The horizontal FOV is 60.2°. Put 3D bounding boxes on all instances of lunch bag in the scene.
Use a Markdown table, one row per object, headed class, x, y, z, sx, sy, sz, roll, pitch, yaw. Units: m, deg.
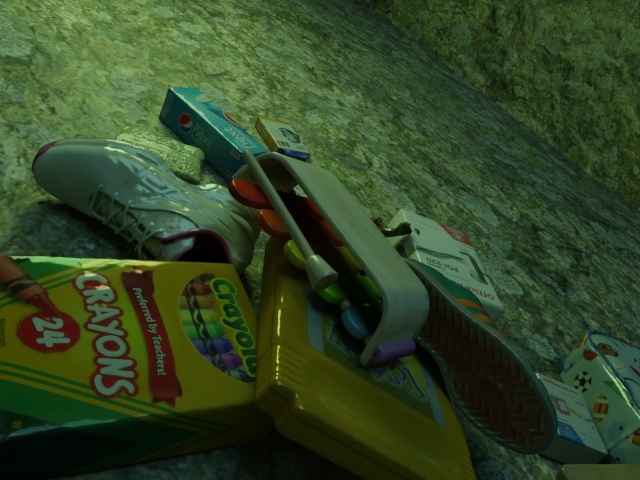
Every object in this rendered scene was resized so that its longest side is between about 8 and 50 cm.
| class | x | y | z | sx | sy | sz | roll | pitch | yaw |
| --- | --- | --- | --- | --- | --- | --- | --- | --- | --- |
| lunch bag | 0.542 | 0.300 | 0.902 | 0.243 | 0.115 | 0.303 | 24 | 30 | -16 |

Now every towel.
| class | x | y | z | sx | sy | sz | roll | pitch | yaw |
| --- | --- | --- | --- | --- | --- | --- | --- | --- | --- |
| towel | -0.265 | -0.141 | 0.910 | 0.148 | 0.027 | 0.110 | 19 | 33 | -19 |

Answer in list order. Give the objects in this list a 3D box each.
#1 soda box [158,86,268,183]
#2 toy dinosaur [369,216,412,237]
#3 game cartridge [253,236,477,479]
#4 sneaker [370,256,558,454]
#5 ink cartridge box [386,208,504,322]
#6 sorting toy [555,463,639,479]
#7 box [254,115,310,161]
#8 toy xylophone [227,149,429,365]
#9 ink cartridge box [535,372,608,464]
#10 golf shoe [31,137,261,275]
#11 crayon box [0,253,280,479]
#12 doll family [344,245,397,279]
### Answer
| class | x | y | z | sx | sy | sz | roll | pitch | yaw |
| --- | --- | --- | --- | --- | --- | --- | --- | --- | --- |
| soda box | -0.197 | -0.195 | 1.009 | 0.210 | 0.067 | 0.071 | 43 | 33 | 18 |
| toy dinosaur | 0.077 | -0.024 | 1.007 | 0.112 | 0.064 | 0.211 | -1 | 13 | -32 |
| game cartridge | 0.052 | 0.142 | 0.666 | 0.285 | 0.052 | 0.323 | 35 | 20 | -20 |
| sneaker | 0.200 | 0.133 | 0.735 | 0.302 | 0.108 | 0.121 | 51 | 26 | 22 |
| ink cartridge box | 0.204 | 0.058 | 0.972 | 0.159 | 0.092 | 0.217 | 19 | 34 | -19 |
| sorting toy | 0.431 | 0.396 | 0.635 | 0.256 | 0.089 | 0.257 | 5 | 33 | -13 |
| box | -0.079 | -0.212 | 1.179 | 0.081 | 0.028 | 0.136 | 4 | 42 | -38 |
| toy xylophone | 0.000 | 0.000 | 0.668 | 0.236 | 0.081 | 0.322 | 16 | 34 | -50 |
| ink cartridge box | 0.363 | 0.272 | 0.839 | 0.089 | 0.052 | 0.122 | 24 | 30 | -12 |
| golf shoe | -0.222 | -0.036 | 0.716 | 0.306 | 0.115 | 0.140 | 20 | 36 | -17 |
| crayon box | -0.167 | 0.114 | 0.573 | 0.319 | 0.081 | 0.202 | 4 | 39 | -38 |
| doll family | 0.052 | 0.030 | 0.886 | 0.193 | 0.111 | 0.076 | 45 | -12 | 33 |
